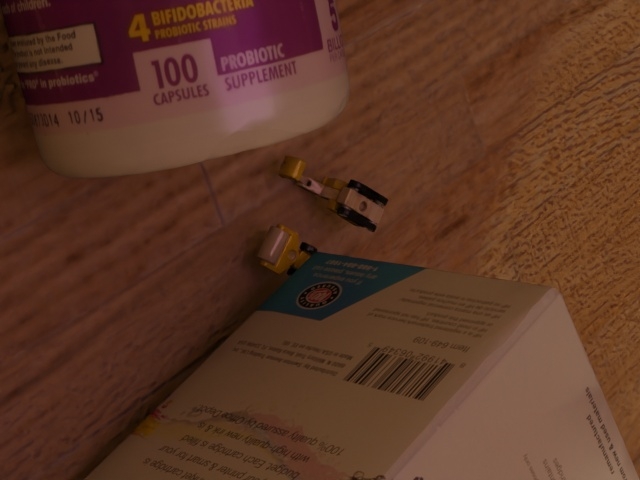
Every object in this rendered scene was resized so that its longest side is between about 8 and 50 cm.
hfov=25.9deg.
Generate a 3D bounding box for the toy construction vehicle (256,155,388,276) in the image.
[{"bbox_3d":[0.000,0.000,0.893,0.098,0.035,0.086,27,83,-39],"label":"toy construction vehicle"}]

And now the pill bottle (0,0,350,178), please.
[{"bbox_3d":[-0.092,-0.194,0.702,0.169,0.169,0.301,-23,107,-42],"label":"pill bottle"}]

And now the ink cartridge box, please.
[{"bbox_3d":[0.014,0.171,0.773,0.270,0.198,0.197,-44,122,-29],"label":"ink cartridge box"}]
